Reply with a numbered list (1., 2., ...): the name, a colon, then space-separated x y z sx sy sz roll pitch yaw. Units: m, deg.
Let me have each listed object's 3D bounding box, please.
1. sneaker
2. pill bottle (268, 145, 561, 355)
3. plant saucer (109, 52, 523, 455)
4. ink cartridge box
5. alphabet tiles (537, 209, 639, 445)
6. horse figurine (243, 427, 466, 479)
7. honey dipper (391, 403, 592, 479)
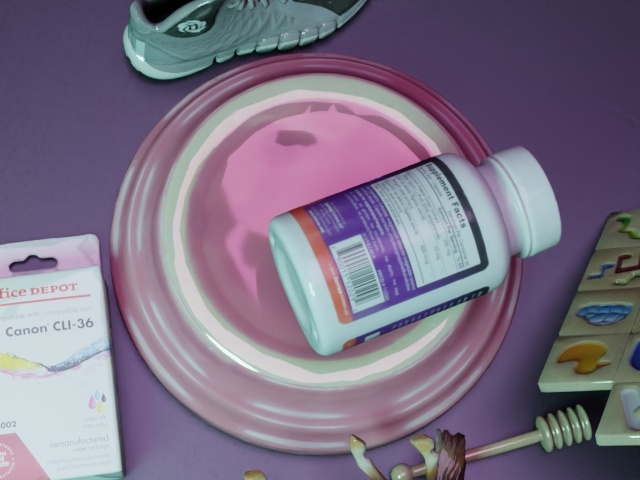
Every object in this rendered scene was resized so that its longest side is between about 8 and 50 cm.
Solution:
1. sneaker: -0.050 -0.204 1.129 0.229 0.132 0.086 -25 79 -10
2. pill bottle: 0.069 0.001 1.012 0.194 0.108 0.108 -21 78 -10
3. plant saucer: 0.000 0.000 1.106 0.332 0.084 0.332 1 76 -4
4. ink cartridge box: -0.216 0.088 1.073 0.115 0.067 0.198 -7 76 -6
5. alphabet tiles: 0.321 0.032 1.015 0.285 0.011 0.342 -5 31 30
6. horse figurine: 0.009 0.232 1.031 0.263 0.066 0.174 -18 117 -20
7. honey dipper: 0.133 0.165 1.102 0.161 0.030 0.030 -17 77 -5
